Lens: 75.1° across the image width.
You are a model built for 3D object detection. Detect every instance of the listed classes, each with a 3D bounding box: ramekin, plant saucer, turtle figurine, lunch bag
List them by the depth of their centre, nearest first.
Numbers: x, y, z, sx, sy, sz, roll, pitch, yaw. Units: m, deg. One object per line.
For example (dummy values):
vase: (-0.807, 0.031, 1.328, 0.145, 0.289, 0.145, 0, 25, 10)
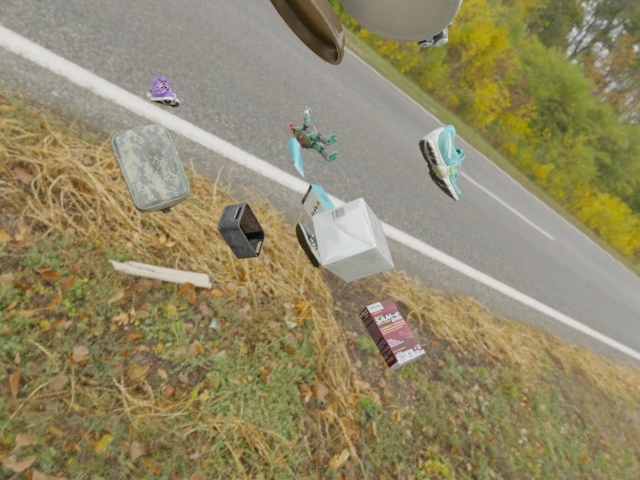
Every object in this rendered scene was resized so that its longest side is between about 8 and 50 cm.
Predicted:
ramekin: (0.171, -0.553, 0.843, 0.273, 0.127, 0.273, 22, -12, 5)
plant saucer: (-0.038, -0.523, 0.949, 0.278, 0.041, 0.278, 46, 2, -2)
lunch bag: (-0.630, -0.257, 1.554, 0.213, 0.256, 0.305, -23, 95, -23)
turtle figurine: (-0.033, -0.401, 1.599, 0.234, 0.118, 0.175, 41, -10, 32)

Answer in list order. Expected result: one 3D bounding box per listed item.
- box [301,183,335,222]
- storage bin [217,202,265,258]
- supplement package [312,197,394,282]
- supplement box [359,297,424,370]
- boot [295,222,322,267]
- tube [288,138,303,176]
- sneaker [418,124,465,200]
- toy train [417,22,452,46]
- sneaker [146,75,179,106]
box: (0.000, -0.131, 1.745, 0.060, 0.100, 0.244, 12, 32, -32)
storage bin: (-0.275, -0.031, 1.469, 0.180, 0.085, 0.122, 67, 23, -44)
supplement package: (0.124, 0.009, 1.528, 0.263, 0.199, 0.198, 39, 35, -60)
supplement box: (0.261, 0.343, 1.542, 0.130, 0.073, 0.239, -13, 58, -32)
boot: (0.000, 0.002, 1.978, 0.179, 0.085, 0.236, -20, 72, -29)
tube: (-0.106, -0.371, 1.846, 0.080, 0.052, 0.207, 43, 26, -44)
sneaker: (0.396, -0.227, 1.271, 0.275, 0.110, 0.107, 55, 1, -43)
toy train: (0.361, -0.809, 1.369, 0.190, 0.142, 0.333, -16, 103, -45)
sneaker: (-0.433, -0.411, 1.138, 0.068, 0.071, 0.170, 2, 24, -41)
